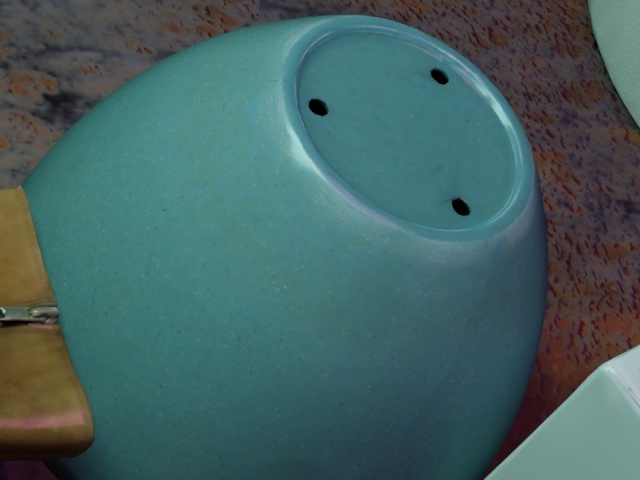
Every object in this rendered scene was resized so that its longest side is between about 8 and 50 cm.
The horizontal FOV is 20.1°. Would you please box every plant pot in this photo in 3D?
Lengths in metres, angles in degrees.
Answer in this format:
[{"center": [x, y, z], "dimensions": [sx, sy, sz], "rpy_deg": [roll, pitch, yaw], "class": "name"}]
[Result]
[{"center": [0.000, 0.000, 0.906], "dimensions": [0.290, 0.195, 0.290], "rpy_deg": [17, 48, -19], "class": "plant pot"}]

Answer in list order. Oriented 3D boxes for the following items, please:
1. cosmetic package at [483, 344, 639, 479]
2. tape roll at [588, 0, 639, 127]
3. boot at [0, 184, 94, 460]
[{"center": [0.183, 0.180, 0.853], "dimensions": [0.138, 0.224, 0.224], "rpy_deg": [-22, 69, -41], "class": "cosmetic package"}, {"center": [0.377, -0.133, 1.334], "dimensions": [0.392, 0.072, 0.392], "rpy_deg": [17, 49, -20], "class": "tape roll"}, {"center": [-0.256, -0.008, 0.787], "dimensions": [0.280, 0.096, 0.264], "rpy_deg": [-8, 54, -30], "class": "boot"}]
